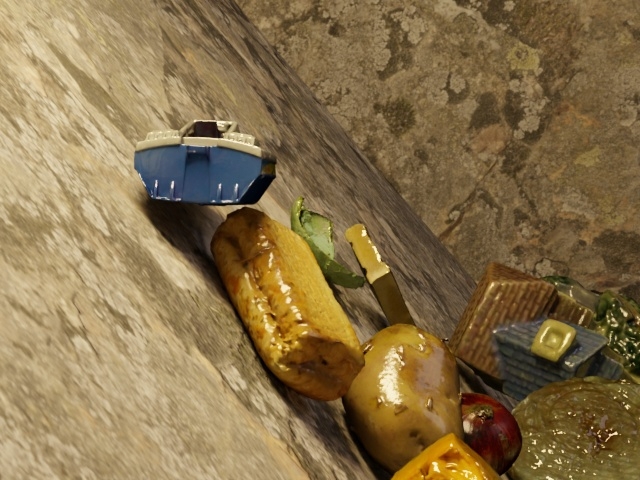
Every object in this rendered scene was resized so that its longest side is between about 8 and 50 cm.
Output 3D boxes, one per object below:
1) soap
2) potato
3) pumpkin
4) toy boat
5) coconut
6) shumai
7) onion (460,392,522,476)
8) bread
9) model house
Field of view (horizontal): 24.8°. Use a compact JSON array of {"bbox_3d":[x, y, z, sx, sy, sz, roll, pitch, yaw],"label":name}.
[{"bbox_3d":[0.091,0.069,2.052,0.092,0.037,0.252,61,0,31],"label":"soap"},{"bbox_3d":[0.087,0.173,1.522,0.137,0.137,0.176,46,32,-34],"label":"potato"},{"bbox_3d":[0.122,0.271,1.274,0.126,0.131,0.248,50,11,-6],"label":"pumpkin"},{"bbox_3d":[-0.110,-0.080,1.530,0.295,0.129,0.088,-25,118,-86],"label":"toy boat"},{"bbox_3d":[-0.002,0.003,1.959,0.133,0.055,0.158,46,8,-23],"label":"coconut"},{"bbox_3d":[0.426,0.383,2.233,0.309,0.304,0.263,27,-39,26],"label":"shumai"},{"bbox_3d":[0.193,0.241,1.793,0.118,0.118,0.117,43,27,-44],"label":"onion"},{"bbox_3d":[-0.036,0.063,1.447,0.114,0.083,0.211,36,17,-44],"label":"bread"},{"bbox_3d":[0.385,0.159,2.435,0.321,0.261,0.266,24,-6,38],"label":"model house"}]
